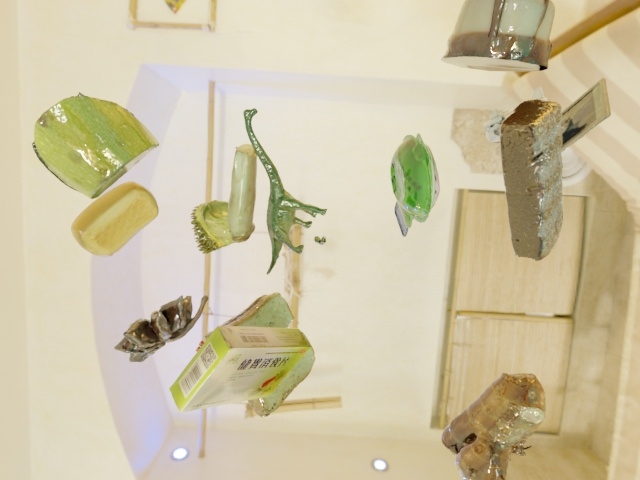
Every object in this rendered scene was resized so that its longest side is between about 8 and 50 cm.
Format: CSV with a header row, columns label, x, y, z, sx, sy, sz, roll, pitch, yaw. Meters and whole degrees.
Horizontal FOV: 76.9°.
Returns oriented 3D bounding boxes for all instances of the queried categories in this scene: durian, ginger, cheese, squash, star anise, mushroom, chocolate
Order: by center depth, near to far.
label,x,y,z,sx,sy,sz,roll,pitch,yaw
squash,-0.414,-0.161,0.743,0.085,0.192,0.184,47,179,35
star anise,-0.367,0.204,0.959,0.089,0.231,0.209,56,164,5
cheese,0.215,-0.121,0.962,0.320,0.083,0.204,85,172,-62
chocolate,0.477,-0.558,1.060,0.283,0.284,0.186,-88,6,-72
mushroom,-0.233,-0.132,1.205,0.100,0.081,0.312,-79,-1,-56
ginger,0.541,0.590,1.224,0.418,0.176,0.254,-57,22,24
durian,-0.415,-0.083,1.668,0.394,0.198,0.163,-71,-30,-61

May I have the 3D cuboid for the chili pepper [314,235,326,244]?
label,x,y,z,sx,sy,sz,roll,pitch,yaw
chili pepper,0.000,0.000,1.176,0.022,0.027,0.083,-53,17,-11

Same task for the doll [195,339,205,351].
label,x,y,z,sx,sy,sz,roll,pitch,yaw
doll,-0.390,0.453,1.573,0.062,0.195,0.104,-48,16,29

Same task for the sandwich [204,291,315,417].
label,x,y,z,sx,sy,sz,roll,pitch,yaw
sandwich,-0.150,0.310,1.145,0.249,0.095,0.273,-37,-76,-40

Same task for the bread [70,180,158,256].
label,x,y,z,sx,sy,sz,roll,pitch,yaw
bread,-0.538,-0.063,1.054,0.217,0.098,0.147,-46,-25,-23

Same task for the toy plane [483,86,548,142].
label,x,y,z,sx,sy,sz,roll,pitch,yaw
toy plane,0.701,-0.436,1.449,0.244,0.245,0.117,96,164,-78

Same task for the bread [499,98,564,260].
label,x,y,z,sx,sy,sz,roll,pitch,yaw
bread,0.569,-0.148,1.069,0.165,0.113,0.416,-43,-54,-29

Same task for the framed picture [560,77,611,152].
label,x,y,z,sx,sy,sz,roll,pitch,yaw
framed picture,0.817,-0.374,1.331,0.281,0.019,0.209,-52,12,53

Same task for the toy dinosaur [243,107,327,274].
label,x,y,z,sx,sy,sz,roll,pitch,yaw
toy dinosaur,-0.148,-0.093,1.087,0.447,0.301,0.087,-58,24,25

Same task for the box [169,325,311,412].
label,x,y,z,sx,sy,sz,roll,pitch,yaw
box,-0.156,0.264,0.849,0.175,0.062,0.260,-51,-34,13
